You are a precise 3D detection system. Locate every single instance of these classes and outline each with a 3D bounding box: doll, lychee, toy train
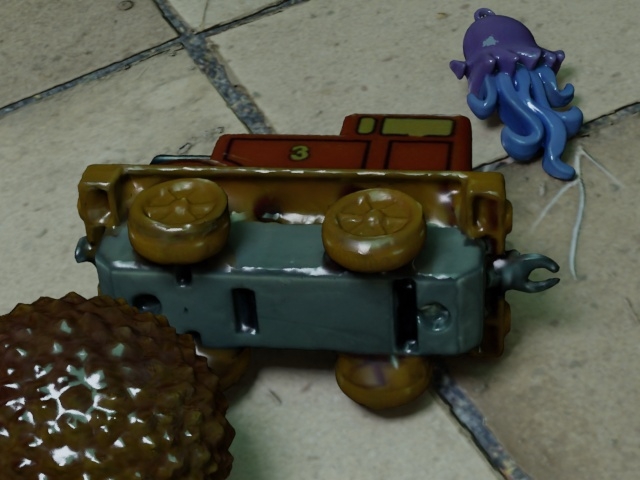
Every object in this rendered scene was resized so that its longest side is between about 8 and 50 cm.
[{"bbox_3d":[0.180,-0.136,1.228,0.110,0.067,0.206,-6,56,-18],"label":"doll"},{"bbox_3d":[-0.171,0.133,0.931,0.238,0.200,0.200,1,46,20],"label":"lychee"},{"bbox_3d":[0.000,0.000,1.055,0.369,0.163,0.231,2,34,9],"label":"toy train"}]
